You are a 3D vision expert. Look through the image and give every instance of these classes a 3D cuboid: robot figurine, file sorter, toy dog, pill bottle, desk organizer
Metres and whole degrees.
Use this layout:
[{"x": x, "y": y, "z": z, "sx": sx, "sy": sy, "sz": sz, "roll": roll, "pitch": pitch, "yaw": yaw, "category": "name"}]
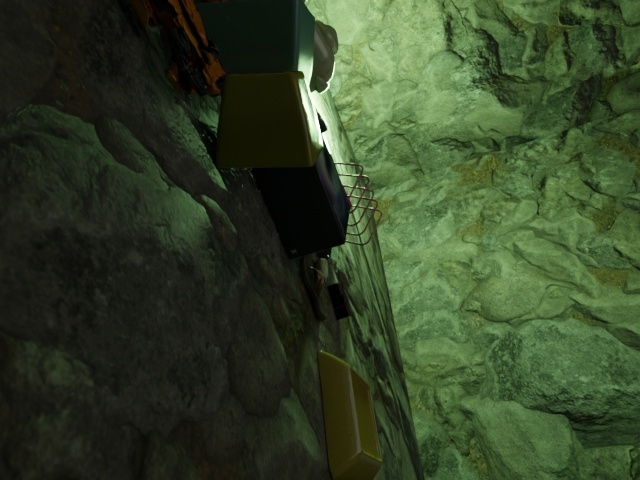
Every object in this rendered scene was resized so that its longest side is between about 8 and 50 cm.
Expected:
[{"x": -0.280, "y": -0.413, "z": 0.835, "sx": 0.211, "sy": 0.085, "sz": 0.291, "roll": -82, "pitch": 152, "yaw": -60, "category": "robot figurine"}, {"x": 0.107, "y": -0.144, "z": 1.719, "sx": 0.202, "sy": 0.182, "sz": 0.291, "roll": -62, "pitch": 145, "yaw": -24, "category": "file sorter"}, {"x": -0.134, "y": -0.682, "z": 1.397, "sx": 0.408, "sy": 0.284, "sz": 0.396, "roll": 42, "pitch": 32, "yaw": -54, "category": "toy dog"}, {"x": 0.004, "y": 0.103, "z": 1.460, "sx": 0.083, "sy": 0.043, "sz": 0.043, "roll": -91, "pitch": 160, "yaw": -47, "category": "pill bottle"}, {"x": 0.066, "y": 0.219, "z": 1.570, "sx": 0.050, "sy": 0.047, "sz": 0.130, "roll": -1, "pitch": 74, "yaw": -74, "category": "desk organizer"}]

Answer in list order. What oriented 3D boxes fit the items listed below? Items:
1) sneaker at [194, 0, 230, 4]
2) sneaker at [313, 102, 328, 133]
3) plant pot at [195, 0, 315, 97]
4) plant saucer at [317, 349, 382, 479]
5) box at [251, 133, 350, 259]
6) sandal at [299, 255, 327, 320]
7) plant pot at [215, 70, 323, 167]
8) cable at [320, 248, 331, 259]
[{"x": -0.246, "y": -0.662, "z": 1.061, "sx": 0.321, "sy": 0.180, "sz": 0.125, "roll": -56, "pitch": 128, "yaw": -73, "category": "sneaker"}, {"x": -0.096, "y": -0.405, "z": 1.295, "sx": 0.319, "sy": 0.131, "sz": 0.112, "roll": 56, "pitch": 8, "yaw": 29, "category": "sneaker"}, {"x": -0.146, "y": -0.453, "z": 1.118, "sx": 0.248, "sy": 0.247, "sz": 0.253, "roll": -62, "pitch": 150, "yaw": -71, "category": "plant pot"}, {"x": 0.098, "y": 0.519, "z": 1.267, "sx": 0.333, "sy": 0.080, "sz": 0.333, "roll": 56, "pitch": 22, "yaw": -52, "category": "plant saucer"}, {"x": -0.040, "y": -0.149, "z": 1.294, "sx": 0.294, "sy": 0.182, "sz": 0.296, "roll": -73, "pitch": 144, "yaw": -65, "category": "box"}, {"x": -0.009, "y": 0.139, "z": 1.325, "sx": 0.090, "sy": 0.060, "sz": 0.220, "roll": -45, "pitch": 118, "yaw": -75, "category": "sandal"}, {"x": -0.112, "y": -0.278, "z": 0.972, "sx": 0.212, "sy": 0.212, "sz": 0.187, "roll": -73, "pitch": 163, "yaw": -67, "category": "plant pot"}, {"x": 0.000, "y": 0.000, "z": 1.588, "sx": 0.184, "sy": 0.047, "sz": 0.151, "roll": -40, "pitch": 118, "yaw": -78, "category": "cable"}]
